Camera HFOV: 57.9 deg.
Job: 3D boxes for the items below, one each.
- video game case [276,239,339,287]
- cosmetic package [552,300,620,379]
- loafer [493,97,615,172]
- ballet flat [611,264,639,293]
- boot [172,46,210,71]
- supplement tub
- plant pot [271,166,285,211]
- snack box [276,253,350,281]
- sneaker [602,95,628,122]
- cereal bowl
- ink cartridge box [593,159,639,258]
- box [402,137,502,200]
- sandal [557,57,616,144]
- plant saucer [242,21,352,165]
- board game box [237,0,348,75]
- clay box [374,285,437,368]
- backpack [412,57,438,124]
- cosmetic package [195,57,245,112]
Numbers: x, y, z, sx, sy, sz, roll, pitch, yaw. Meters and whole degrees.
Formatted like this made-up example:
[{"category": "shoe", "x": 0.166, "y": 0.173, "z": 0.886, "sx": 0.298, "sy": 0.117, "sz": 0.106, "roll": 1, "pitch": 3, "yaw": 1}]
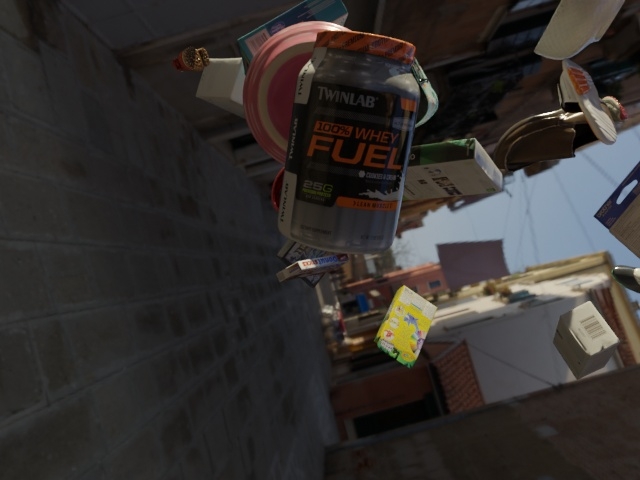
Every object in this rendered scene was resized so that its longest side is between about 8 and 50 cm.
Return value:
[{"category": "video game case", "x": 0.000, "y": 0.000, "z": 1.933, "sx": 0.035, "sy": 0.275, "sz": 0.248, "roll": 31, "pitch": -10, "yaw": 35}, {"category": "cosmetic package", "x": 0.637, "y": 0.247, "z": 1.403, "sx": 0.117, "sy": 0.085, "sz": 0.231, "roll": 65, "pitch": 2, "yaw": 32}, {"category": "loafer", "x": 0.678, "y": -0.296, "z": 1.672, "sx": 0.134, "sy": 0.366, "sz": 0.130, "roll": 60, "pitch": 6, "yaw": -43}, {"category": "ballet flat", "x": 0.855, "y": 0.111, "z": 1.504, "sx": 0.203, "sy": 0.074, "sz": 0.074, "roll": 29, "pitch": 15, "yaw": -13}, {"category": "boot", "x": -0.338, "y": -0.446, "z": 1.454, "sx": 0.158, "sy": 0.084, "sz": 0.059, "roll": -76, "pitch": 152, "yaw": -73}, {"category": "supplement tub", "x": 0.045, "y": -0.150, "z": 0.903, "sx": 0.193, "sy": 0.193, "sz": 0.316, "roll": -100, "pitch": -163, "yaw": -77}, {"category": "plant pot", "x": -0.055, "y": -0.169, "z": 2.091, "sx": 0.174, "sy": 0.191, "sz": 0.191, "roll": 17, "pitch": 48, "yaw": -43}, {"category": "snack box", "x": -0.012, "y": 0.055, "z": 1.214, "sx": 0.178, "sy": 0.064, "sz": 0.022, "roll": -8, "pitch": 70, "yaw": -55}, {"category": "sneaker", "x": 0.874, "y": -0.395, "z": 1.825, "sx": 0.088, "sy": 0.093, "sz": 0.225, "roll": 45, "pitch": 2, "yaw": -20}, {"category": "cereal bowl", "x": 0.713, "y": -0.631, "z": 1.532, "sx": 0.141, "sy": 0.339, "sz": 0.339, "roll": 29, "pitch": -17, "yaw": 10}, {"category": "ink cartridge box", "x": 0.737, "y": -0.021, "z": 1.188, "sx": 0.311, "sy": 0.065, "sz": 0.186, "roll": 57, "pitch": -49, "yaw": 40}, {"category": "box", "x": 0.264, "y": -0.168, "z": 1.449, "sx": 0.232, "sy": 0.322, "sz": 0.058, "roll": 27, "pitch": 64, "yaw": -55}, {"category": "sandal", "x": 0.612, "y": -0.322, "z": 1.377, "sx": 0.076, "sy": 0.102, "sz": 0.265, "roll": -40, "pitch": -133, "yaw": 44}, {"category": "plant saucer", "x": -0.010, "y": -0.310, "z": 1.281, "sx": 0.084, "sy": 0.332, "sz": 0.332, "roll": -86, "pitch": 161, "yaw": -72}, {"category": "board game box", "x": -0.074, "y": -0.494, "z": 1.479, "sx": 0.079, "sy": 0.253, "sz": 0.336, "roll": 59, "pitch": -2, "yaw": -5}, {"category": "clay box", "x": 0.246, "y": 0.257, "z": 1.697, "sx": 0.222, "sy": 0.127, "sz": 0.053, "roll": -59, "pitch": -175, "yaw": -32}, {"category": "backpack", "x": 0.241, "y": -0.409, "z": 1.653, "sx": 0.144, "sy": 0.166, "sz": 0.188, "roll": -16, "pitch": 77, "yaw": -57}, {"category": "cosmetic package", "x": -0.242, "y": -0.484, "z": 1.883, "sx": 0.224, "sy": 0.224, "sz": 0.138, "roll": 17, "pitch": -90, "yaw": 48}]
